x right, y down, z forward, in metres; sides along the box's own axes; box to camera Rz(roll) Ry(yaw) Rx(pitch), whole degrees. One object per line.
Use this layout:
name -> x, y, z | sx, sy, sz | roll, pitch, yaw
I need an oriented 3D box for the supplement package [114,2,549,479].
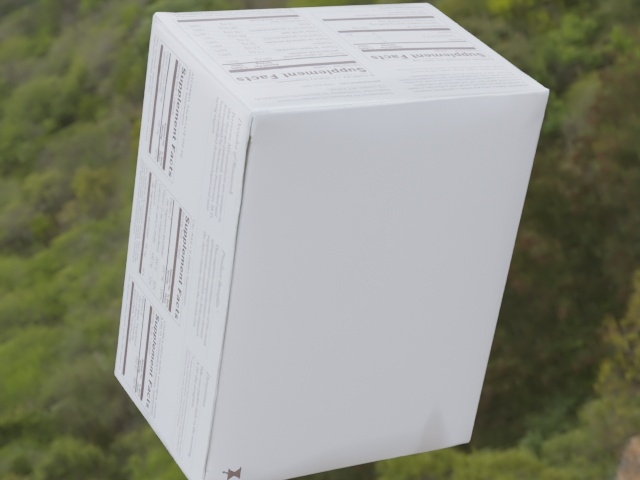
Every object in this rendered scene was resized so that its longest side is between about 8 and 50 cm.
supplement package -> 0.000, 0.000, 1.050 | 0.204, 0.262, 0.145 | -7, 32, -28
